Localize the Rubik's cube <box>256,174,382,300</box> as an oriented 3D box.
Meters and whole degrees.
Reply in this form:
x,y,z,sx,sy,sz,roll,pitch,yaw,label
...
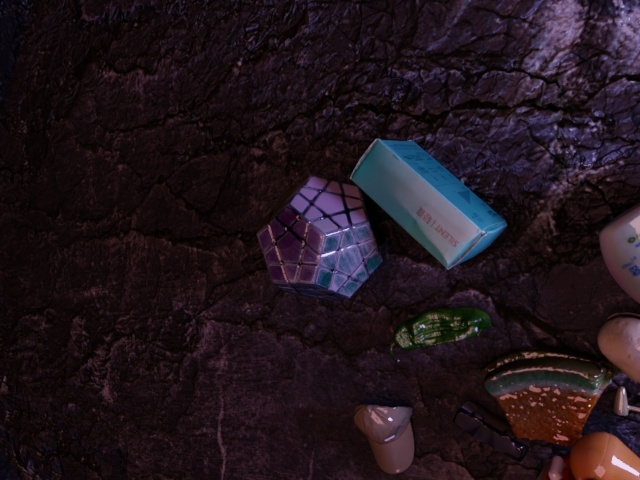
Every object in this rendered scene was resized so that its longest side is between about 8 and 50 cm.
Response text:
x,y,z,sx,sy,sz,roll,pitch,yaw,label
0.000,0.000,1.394,0.319,0.319,0.264,2,72,31,Rubik's cube

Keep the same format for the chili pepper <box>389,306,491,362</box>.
x,y,z,sx,sy,sz,roll,pitch,yaw,label
0.276,0.215,1.371,0.257,0.074,0.100,-20,87,31,chili pepper

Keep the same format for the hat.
x,y,z,sx,sy,sz,roll,pitch,yaw,label
0.155,0.510,1.468,0.166,0.144,0.173,-15,67,34,hat

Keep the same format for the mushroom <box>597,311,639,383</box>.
x,y,z,sx,sy,sz,roll,pitch,yaw,label
0.632,0.209,1.129,0.154,0.122,0.154,38,155,21,mushroom

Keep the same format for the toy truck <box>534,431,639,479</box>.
x,y,z,sx,sy,sz,roll,pitch,yaw,label
0.532,0.504,1.161,0.265,0.189,0.239,-21,101,39,toy truck

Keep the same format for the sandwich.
x,y,z,sx,sy,sz,roll,pitch,yaw,label
0.484,0.334,1.243,0.292,0.109,0.212,11,103,29,sandwich

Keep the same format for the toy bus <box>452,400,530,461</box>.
x,y,z,sx,sy,sz,roll,pitch,yaw,label
0.400,0.442,1.333,0.172,0.072,0.057,28,112,23,toy bus

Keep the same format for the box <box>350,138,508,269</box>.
x,y,z,sx,sy,sz,roll,pitch,yaw,label
0.241,-0.088,1.270,0.311,0.205,0.118,45,119,18,box

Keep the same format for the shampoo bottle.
x,y,z,sx,sy,sz,roll,pitch,yaw,label
0.693,0.075,1.052,0.222,0.151,0.349,-40,76,24,shampoo bottle

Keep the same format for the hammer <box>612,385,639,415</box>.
x,y,z,sx,sy,sz,roll,pitch,yaw,label
0.708,0.347,1.164,0.195,0.028,0.060,9,96,27,hammer
